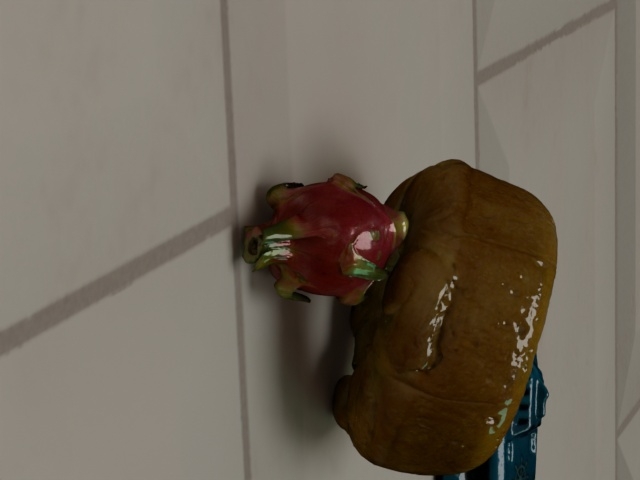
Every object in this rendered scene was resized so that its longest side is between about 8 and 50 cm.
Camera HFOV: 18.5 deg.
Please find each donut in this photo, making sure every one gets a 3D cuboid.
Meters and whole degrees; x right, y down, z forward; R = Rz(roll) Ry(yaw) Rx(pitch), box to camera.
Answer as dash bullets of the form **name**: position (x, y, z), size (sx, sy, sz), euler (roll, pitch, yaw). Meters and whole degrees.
- **donut**: position (0.084, 0.056, 1.362), size (0.226, 0.113, 0.227), euler (-164, -90, -85)

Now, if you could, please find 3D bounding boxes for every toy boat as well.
- **toy boat**: position (0.159, 0.181, 1.684), size (0.134, 0.092, 0.299), euler (-9, 102, -64)

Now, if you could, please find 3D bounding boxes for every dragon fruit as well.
- **dragon fruit**: position (-0.001, -0.002, 1.273), size (0.116, 0.081, 0.086), euler (11, 87, -39)
